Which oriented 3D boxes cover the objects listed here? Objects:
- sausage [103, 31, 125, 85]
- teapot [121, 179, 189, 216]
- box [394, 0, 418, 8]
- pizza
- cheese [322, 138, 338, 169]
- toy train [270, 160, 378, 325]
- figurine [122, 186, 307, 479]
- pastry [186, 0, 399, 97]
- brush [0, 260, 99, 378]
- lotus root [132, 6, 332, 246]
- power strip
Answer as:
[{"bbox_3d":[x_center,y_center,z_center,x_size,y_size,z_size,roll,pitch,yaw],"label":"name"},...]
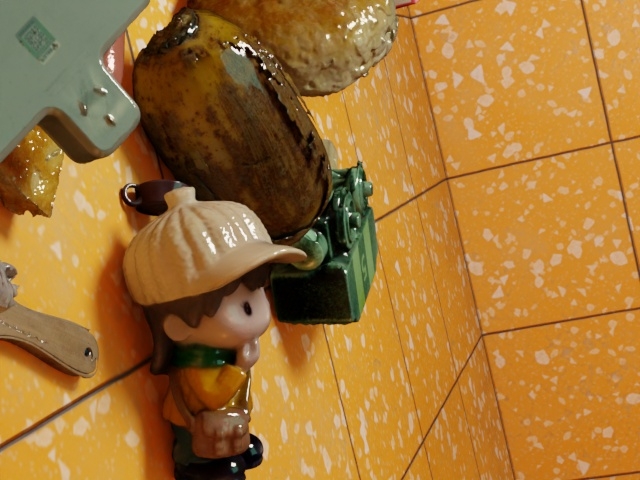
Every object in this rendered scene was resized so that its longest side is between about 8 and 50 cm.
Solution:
[{"bbox_3d":[-0.253,-0.227,1.228,0.062,0.062,0.154,50,33,-57],"label":"sausage"},{"bbox_3d":[-0.193,-0.046,1.298,0.100,0.068,0.045,6,71,-35],"label":"teapot"},{"bbox_3d":[0.023,-0.540,1.884,0.300,0.314,0.312,-54,130,-63],"label":"box"},{"bbox_3d":[-0.295,-0.084,1.029,0.175,0.046,0.134,-16,99,-68],"label":"pizza"},{"bbox_3d":[0.009,-0.106,2.010,0.065,0.043,0.194,64,20,-51],"label":"cheese"},{"bbox_3d":[0.000,0.000,1.739,0.299,0.167,0.238,-62,147,-62],"label":"toy train"},{"bbox_3d":[-0.142,0.111,1.252,0.185,0.204,0.332,-38,143,-72],"label":"figurine"},{"bbox_3d":[-0.040,-0.324,1.563,0.330,0.329,0.136,-82,168,-48],"label":"pastry"},{"bbox_3d":[-0.278,0.062,0.970,0.327,0.065,0.070,47,33,-61],"label":"brush"},{"bbox_3d":[-0.106,-0.129,1.415,0.397,0.196,0.179,56,-3,-41],"label":"lotus root"},{"bbox_3d":[-0.246,-0.155,0.960,0.193,0.059,0.265,50,58,-26],"label":"power strip"}]
